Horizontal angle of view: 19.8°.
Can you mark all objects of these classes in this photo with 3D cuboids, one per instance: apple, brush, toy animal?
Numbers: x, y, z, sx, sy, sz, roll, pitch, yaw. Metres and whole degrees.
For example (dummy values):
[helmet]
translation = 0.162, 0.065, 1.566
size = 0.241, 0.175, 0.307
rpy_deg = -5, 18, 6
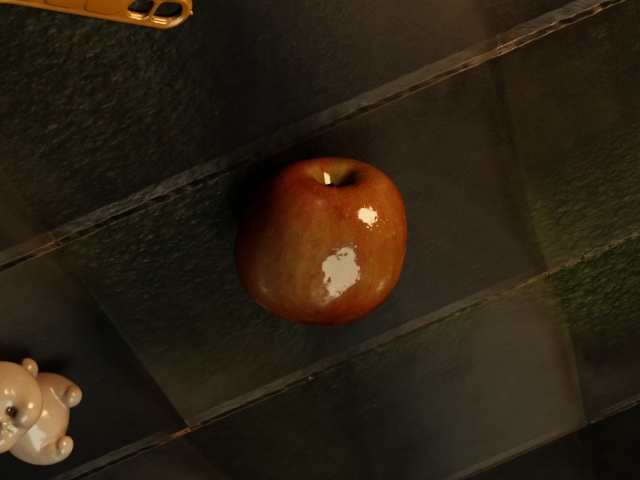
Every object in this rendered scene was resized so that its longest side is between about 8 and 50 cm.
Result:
[apple]
translation = 0.000, 0.000, 1.925
size = 0.181, 0.181, 0.168
rpy_deg = -9, 123, -22
[brush]
translation = -0.243, -0.214, 1.589
size = 0.314, 0.017, 0.090
rpy_deg = 3, 140, -37
[toy animal]
translation = -0.359, 0.183, 2.016
size = 0.124, 0.124, 0.212
rpy_deg = -34, 151, 17
